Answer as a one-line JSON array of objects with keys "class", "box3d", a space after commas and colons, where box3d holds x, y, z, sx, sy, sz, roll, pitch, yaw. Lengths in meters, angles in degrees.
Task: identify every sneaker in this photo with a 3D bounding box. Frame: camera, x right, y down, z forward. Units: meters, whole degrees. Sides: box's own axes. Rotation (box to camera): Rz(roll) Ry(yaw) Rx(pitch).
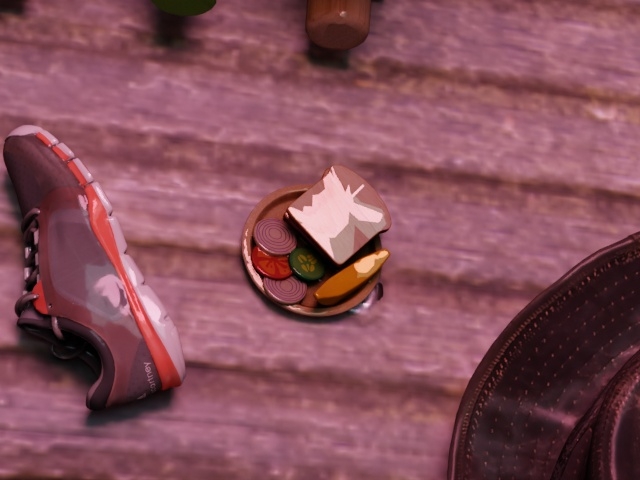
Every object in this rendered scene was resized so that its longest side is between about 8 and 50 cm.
[{"class": "sneaker", "box3d": [-0.128, 0.014, 0.811, 0.064, 0.061, 0.158, -28, 74, -17]}]

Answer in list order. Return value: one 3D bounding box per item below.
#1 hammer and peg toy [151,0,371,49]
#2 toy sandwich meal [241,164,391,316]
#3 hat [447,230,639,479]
[{"class": "hammer and peg toy", "box3d": [-0.106, -0.226, 0.810, 0.361, 0.266, 0.127, 9, 64, -11]}, {"class": "toy sandwich meal", "box3d": [0.000, 0.000, 0.864, 0.085, 0.029, 0.086, 5, 64, -12]}, {"class": "hat", "box3d": [0.207, 0.132, 0.732, 0.331, 0.134, 0.331, -2, 76, 9]}]
